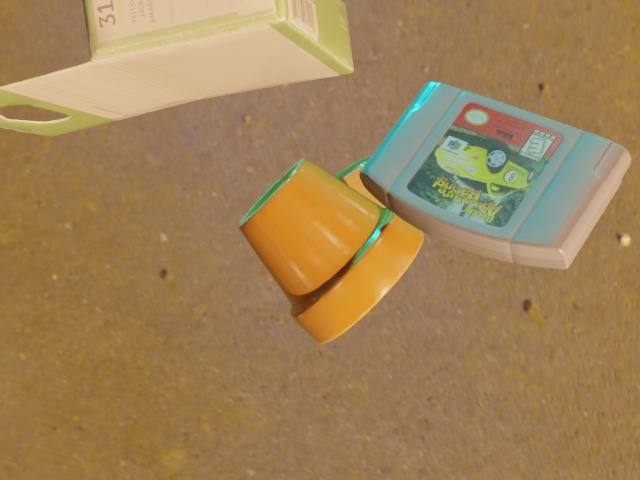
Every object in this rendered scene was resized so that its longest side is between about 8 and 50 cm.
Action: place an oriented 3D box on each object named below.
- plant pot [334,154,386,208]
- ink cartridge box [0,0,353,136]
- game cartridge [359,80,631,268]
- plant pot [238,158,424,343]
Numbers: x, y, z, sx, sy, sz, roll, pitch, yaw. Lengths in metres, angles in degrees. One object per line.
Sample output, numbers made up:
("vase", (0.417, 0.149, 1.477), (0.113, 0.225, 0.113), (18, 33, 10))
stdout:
("plant pot", (0.070, -0.050, 1.664), (0.236, 0.236, 0.032), (-34, 57, 2))
("ink cartridge box", (-0.111, -0.120, 0.714), (0.235, 0.171, 0.056), (-8, 87, 14))
("game cartridge", (0.204, -0.080, 1.386), (0.294, 0.060, 0.196), (23, 69, 29))
("plant pot", (0.000, 0.000, 1.496), (0.188, 0.205, 0.205), (43, 85, -8))
